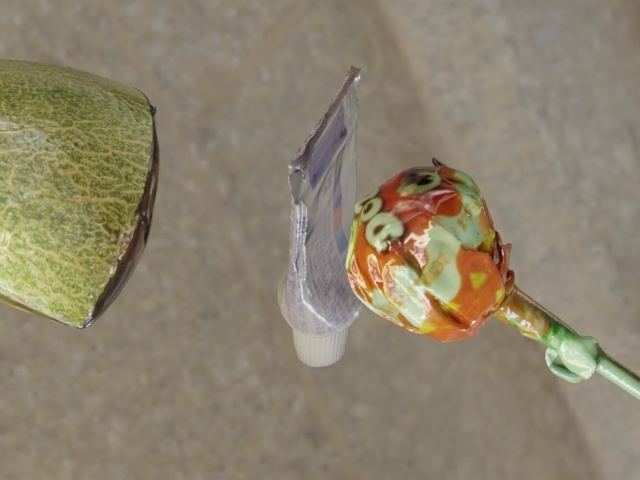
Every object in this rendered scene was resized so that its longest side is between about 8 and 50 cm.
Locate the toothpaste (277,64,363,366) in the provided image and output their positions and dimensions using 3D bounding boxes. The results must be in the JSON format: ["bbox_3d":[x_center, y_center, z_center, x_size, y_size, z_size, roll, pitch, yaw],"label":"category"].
[{"bbox_3d":[0.000,0.002,1.464,0.282,0.068,0.099,89,-5,-51],"label":"toothpaste"}]

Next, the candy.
[{"bbox_3d":[0.138,0.055,1.018,0.288,0.078,0.084,31,89,-15],"label":"candy"}]

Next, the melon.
[{"bbox_3d":[-0.129,-0.038,0.783,0.128,0.079,0.160,19,17,-24],"label":"melon"}]
